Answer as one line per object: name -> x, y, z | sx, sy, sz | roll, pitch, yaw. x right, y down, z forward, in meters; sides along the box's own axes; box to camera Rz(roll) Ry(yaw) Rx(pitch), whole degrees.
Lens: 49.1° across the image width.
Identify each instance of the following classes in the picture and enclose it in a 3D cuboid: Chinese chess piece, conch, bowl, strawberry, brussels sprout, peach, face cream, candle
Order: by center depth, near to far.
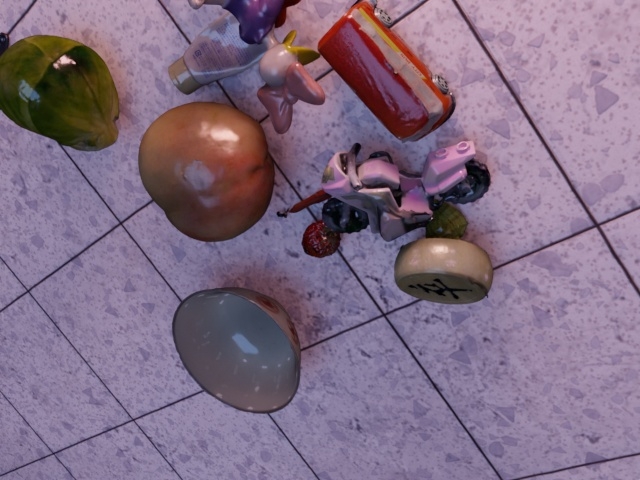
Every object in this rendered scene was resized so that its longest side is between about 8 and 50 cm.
Chinese chess piece -> 0.235, 0.063, 1.346 | 0.189, 0.083, 0.188 | 9, 158, 4
conch -> 0.242, -0.026, 1.363 | 0.089, 0.074, 0.121 | -26, 86, 3
face cream -> -0.195, -0.372, 1.389 | 0.224, 0.070, 0.114 | -28, 103, 23
peach -> -0.223, -0.137, 1.410 | 0.292, 0.248, 0.292 | 29, 132, 38
strawberry -> 0.000, 0.000, 1.482 | 0.096, 0.083, 0.083 | -28, 102, 36
candle -> -0.030, -0.078, 1.489 | 0.167, 0.021, 0.026 | -25, 104, 35
brussels sprout -> -0.551, -0.313, 1.506 | 0.210, 0.219, 0.271 | 4, 140, 44
bowl -> -0.167, 0.225, 1.649 | 0.338, 0.157, 0.337 | 12, 121, 21

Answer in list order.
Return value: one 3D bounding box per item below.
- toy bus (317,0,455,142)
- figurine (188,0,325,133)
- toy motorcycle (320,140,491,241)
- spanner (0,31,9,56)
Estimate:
toy bus -> 0.115, -0.288, 1.230 | 0.265, 0.120, 0.121 | 48, 126, -6
figurine -> -0.123, -0.404, 1.226 | 0.420, 0.193, 0.154 | 53, 141, -6
toy motorcycle -> 0.139, -0.106, 1.290 | 0.327, 0.143, 0.188 | -15, 134, 19
spanner -> -0.767, -0.404, 1.684 | 0.046, 0.012, 0.208 | 31, 127, 9
